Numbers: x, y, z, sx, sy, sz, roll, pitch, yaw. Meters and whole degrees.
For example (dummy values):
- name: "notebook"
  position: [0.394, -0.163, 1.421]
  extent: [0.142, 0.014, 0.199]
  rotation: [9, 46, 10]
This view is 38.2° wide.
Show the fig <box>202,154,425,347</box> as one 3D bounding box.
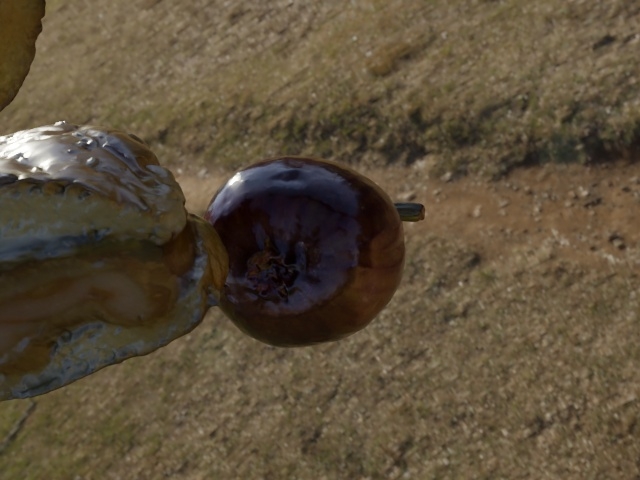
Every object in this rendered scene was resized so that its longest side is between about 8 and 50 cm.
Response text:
- name: "fig"
  position: [-0.008, 0.000, 0.805]
  extent: [0.175, 0.175, 0.207]
  rotation: [-23, 10, 19]

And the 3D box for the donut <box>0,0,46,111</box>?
- name: "donut"
  position: [-0.281, -0.130, 0.592]
  extent: [0.217, 0.141, 0.085]
  rotation: [-28, -13, 7]

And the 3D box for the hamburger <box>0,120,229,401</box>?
- name: "hamburger"
  position: [-0.234, 0.007, 0.697]
  extent: [0.330, 0.162, 0.209]
  rotation: [-20, 23, 11]
